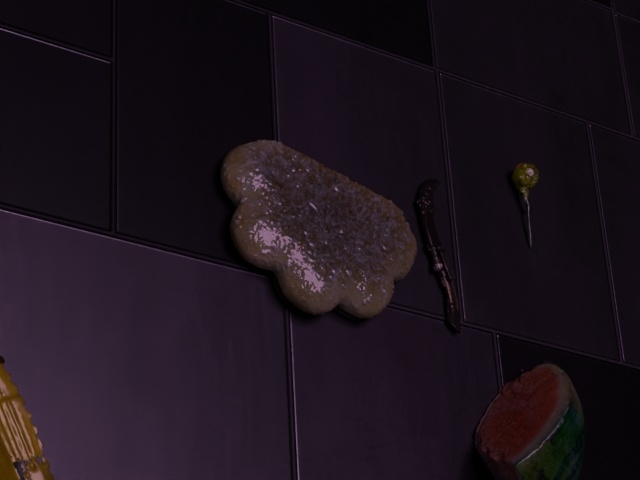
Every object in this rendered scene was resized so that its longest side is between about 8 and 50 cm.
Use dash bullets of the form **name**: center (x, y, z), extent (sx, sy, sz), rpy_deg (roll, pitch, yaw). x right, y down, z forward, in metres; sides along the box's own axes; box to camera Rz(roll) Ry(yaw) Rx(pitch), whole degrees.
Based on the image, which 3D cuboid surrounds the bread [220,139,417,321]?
- **bread**: center (0.000, 0.000, 2.143), extent (0.286, 0.056, 0.207), rpy_deg (23, 51, -24)

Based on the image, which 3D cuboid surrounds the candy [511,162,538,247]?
- **candy**: center (0.285, -0.048, 2.409), extent (0.035, 0.035, 0.123), rpy_deg (7, 68, -29)

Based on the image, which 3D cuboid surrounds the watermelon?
- **watermelon**: center (0.289, 0.263, 2.191), extent (0.146, 0.128, 0.231), rpy_deg (60, 41, -19)

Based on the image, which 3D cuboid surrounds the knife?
- **knife**: center (0.153, 0.015, 2.274), extent (0.045, 0.021, 0.222), rpy_deg (12, 58, -36)

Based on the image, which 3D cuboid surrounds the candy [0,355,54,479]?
- **candy**: center (-0.393, 0.219, 1.690), extent (0.297, 0.081, 0.187), rpy_deg (-16, 78, -42)
